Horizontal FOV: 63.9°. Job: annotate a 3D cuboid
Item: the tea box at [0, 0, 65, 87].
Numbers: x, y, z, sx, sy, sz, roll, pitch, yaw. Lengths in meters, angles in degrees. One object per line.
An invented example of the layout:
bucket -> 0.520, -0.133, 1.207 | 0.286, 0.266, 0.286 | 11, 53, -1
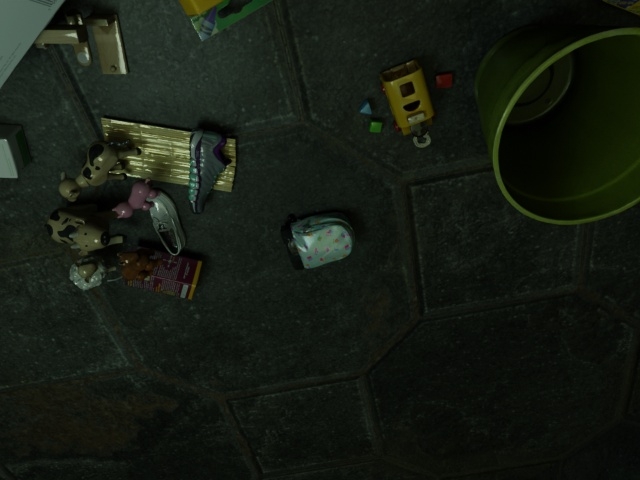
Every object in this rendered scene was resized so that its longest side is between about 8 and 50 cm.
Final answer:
tea box -> -0.638, -0.475, 0.849 | 0.329, 0.220, 0.323 | -37, 83, 21

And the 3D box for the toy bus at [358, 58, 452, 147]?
toy bus -> 0.207, -0.302, 1.166 | 0.202, 0.104, 0.190 | 17, 122, -14

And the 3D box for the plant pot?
plant pot -> 0.478, -0.280, 1.046 | 0.367, 0.352, 0.366 | -2, 125, -3

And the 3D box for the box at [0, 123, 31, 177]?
box -> -0.746, -0.208, 1.185 | 0.102, 0.087, 0.101 | 2, 124, -4

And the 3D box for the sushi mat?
sushi mat -> -0.365, -0.205, 1.250 | 0.317, 0.019, 0.151 | 8, 124, -8

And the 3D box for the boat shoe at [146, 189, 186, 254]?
boat shoe -> -0.404, -0.043, 1.333 | 0.066, 0.063, 0.184 | -7, 125, 1

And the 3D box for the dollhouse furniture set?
dollhouse furniture set -> -0.496, -0.381, 1.044 | 0.144, 0.151, 0.123 | 0, 124, -1

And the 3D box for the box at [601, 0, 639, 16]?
box -> 0.667, -0.510, 1.081 | 0.169, 0.054, 0.059 | 14, 122, -12

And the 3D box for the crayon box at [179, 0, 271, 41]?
crayon box -> -0.205, -0.561, 0.930 | 0.203, 0.083, 0.322 | -37, 124, -13

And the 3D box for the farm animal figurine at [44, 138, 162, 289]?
farm animal figurine -> -0.532, -0.049, 1.198 | 0.327, 0.172, 0.329 | -9, 95, 35

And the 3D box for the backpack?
backpack -> 0.000, 0.000, 1.355 | 0.182, 0.115, 0.151 | -17, 121, 5

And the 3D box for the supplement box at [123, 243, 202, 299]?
supplement box -> -0.427, 0.088, 1.391 | 0.188, 0.080, 0.104 | 15, 148, -13

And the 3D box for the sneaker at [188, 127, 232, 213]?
sneaker -> -0.264, -0.157, 1.230 | 0.098, 0.083, 0.223 | 3, 125, -11
